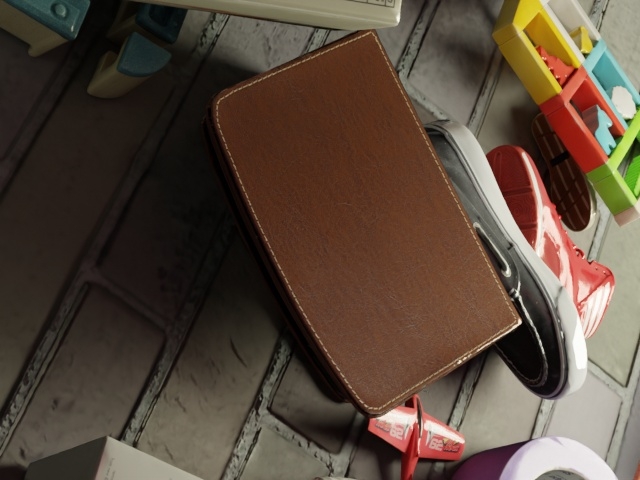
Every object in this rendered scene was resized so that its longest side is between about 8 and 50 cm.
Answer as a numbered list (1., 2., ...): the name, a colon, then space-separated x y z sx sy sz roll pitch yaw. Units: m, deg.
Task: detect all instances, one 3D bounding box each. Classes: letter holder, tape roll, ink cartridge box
1. letter holder: 0.000 0.000 1.370 0.214 0.152 0.301 -29 93 -37
2. tape roll: 0.208 0.285 1.472 0.189 0.080 0.189 12 68 -33
3. ink cartridge box: -0.113 0.241 1.211 0.231 0.134 0.078 29 59 -27

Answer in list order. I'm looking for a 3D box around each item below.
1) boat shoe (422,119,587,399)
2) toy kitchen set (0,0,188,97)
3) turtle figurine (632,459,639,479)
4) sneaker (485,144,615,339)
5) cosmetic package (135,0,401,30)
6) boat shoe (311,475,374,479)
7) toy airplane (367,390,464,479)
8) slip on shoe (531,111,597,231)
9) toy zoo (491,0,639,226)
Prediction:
1. boat shoe: 0.150 0.028 1.500 0.102 0.108 0.301 -24 87 -40
2. toy kitchen set: -0.179 -0.252 1.337 0.166 0.122 0.207 31 58 -25
3. turtle figurine: 0.395 0.347 1.571 0.217 0.087 0.269 6 82 -9
4. sneaker: 0.231 0.007 1.597 0.128 0.087 0.221 -11 94 -47
5. cosmetic package: -0.085 -0.264 1.268 0.296 0.129 0.153 6 92 -28
6. boat shoe: 0.021 0.329 1.309 0.088 0.096 0.267 16 64 -28
7. toy airplane: 0.085 0.204 1.439 0.151 0.028 0.151 23 59 -46
8. slip on shoe: 0.268 -0.076 1.663 0.041 0.051 0.135 -8 73 -50
9. toy zoo: 0.278 -0.176 1.677 0.293 0.030 0.192 54 34 -9
